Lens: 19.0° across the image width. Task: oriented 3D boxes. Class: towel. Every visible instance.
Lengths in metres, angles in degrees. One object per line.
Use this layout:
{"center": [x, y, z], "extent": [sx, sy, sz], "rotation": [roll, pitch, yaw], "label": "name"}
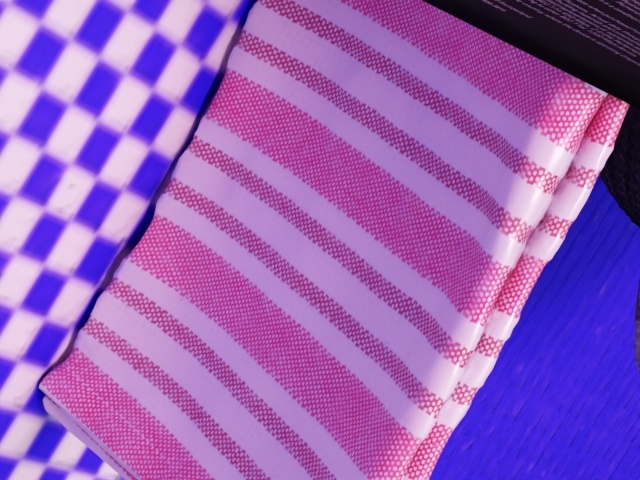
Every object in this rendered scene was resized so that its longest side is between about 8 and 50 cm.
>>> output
{"center": [0.000, 0.000, 0.559], "extent": [0.029, 0.144, 0.197], "rotation": [20, 101, -44], "label": "towel"}

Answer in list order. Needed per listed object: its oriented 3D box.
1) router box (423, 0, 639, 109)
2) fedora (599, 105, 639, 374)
{"center": [0.101, -0.158, 0.446], "extent": [0.309, 0.081, 0.243], "rotation": [19, 83, -41], "label": "router box"}
{"center": [0.178, -0.086, 0.738], "extent": [0.334, 0.152, 0.334], "rotation": [-36, 144, -31], "label": "fedora"}
